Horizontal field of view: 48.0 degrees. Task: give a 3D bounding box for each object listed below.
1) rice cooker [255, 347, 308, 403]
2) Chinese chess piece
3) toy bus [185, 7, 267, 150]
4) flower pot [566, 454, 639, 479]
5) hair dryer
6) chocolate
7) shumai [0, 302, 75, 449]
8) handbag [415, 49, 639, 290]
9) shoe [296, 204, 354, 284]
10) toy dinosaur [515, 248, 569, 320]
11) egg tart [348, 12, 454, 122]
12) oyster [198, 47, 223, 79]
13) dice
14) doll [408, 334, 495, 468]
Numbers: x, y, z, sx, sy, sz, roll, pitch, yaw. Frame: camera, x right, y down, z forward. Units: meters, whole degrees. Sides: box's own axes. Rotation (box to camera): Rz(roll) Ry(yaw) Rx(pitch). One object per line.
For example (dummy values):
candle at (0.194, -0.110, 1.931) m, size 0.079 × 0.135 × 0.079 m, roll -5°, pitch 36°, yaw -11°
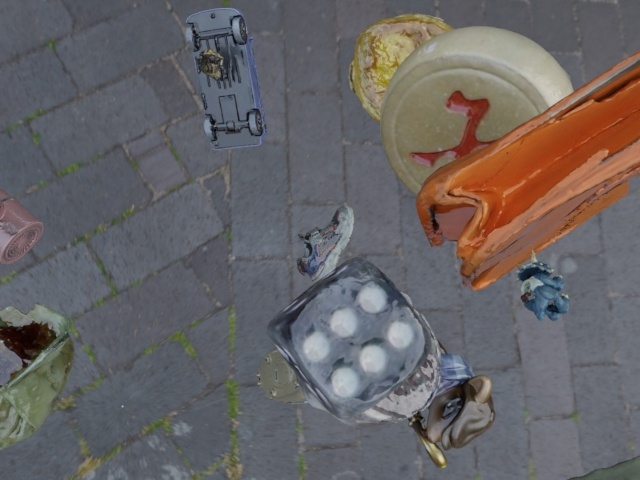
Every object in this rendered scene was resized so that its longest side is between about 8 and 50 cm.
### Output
rice cooker at (-0.055, 0.303, 1.657) m, size 0.127 × 0.206 × 0.145 m, roll 4°, pitch 72°, yaw -46°
Chinese chess piece at (0.270, -0.198, 1.241) m, size 0.338 × 0.338 × 0.140 m, roll 40°, pitch 46°, yaw -4°
toy bus at (-0.196, -0.353, 1.565) m, size 0.126 × 0.133 × 0.292 m, roll -5°, pitch 108°, yaw 13°
flower pot at (0.283, 0.318, 0.598) m, size 0.239 × 0.209 × 0.189 m, roll -23°, pitch 99°, yaw 6°
hair dryer at (-0.718, -0.101, 1.508) m, size 0.210 × 0.352 × 0.125 m, roll 39°, pitch 65°, yaw 6°
chocolate at (0.073, 0.253, 1.495) m, size 0.303 × 0.213 × 0.303 m, roll 15°, pitch 58°, yaw -25°
shumai at (-0.675, 0.311, 1.618) m, size 0.292 × 0.289 × 0.329 m, roll 32°, pitch 64°, yaw -38°
handbag at (0.275, -0.064, 0.895) m, size 0.304 × 0.410 × 0.116 m, roll -34°, pitch 78°, yaw 6°
shoe at (0.000, 0.000, 1.882) m, size 0.126 × 0.099 × 0.227 m, roll 24°, pitch 81°, yaw -8°
toy dinosaur at (0.218, 0.049, 0.718) m, size 0.047 × 0.030 × 0.083 m, roll 19°, pitch 44°, yaw -18°
egg tart at (0.223, -0.389, 1.747) m, size 0.342 × 0.129 × 0.340 m, roll 3°, pitch 73°, yaw -10°
oyster at (-0.224, -0.357, 1.453) m, size 0.054 × 0.083 × 0.019 m, roll 21°, pitch 55°, yaw 0°
dice at (0.040, 0.143, 1.069) m, size 0.182 × 0.183 × 0.181 m, roll -40°, pitch 93°, yaw -12°
doll at (0.262, 0.356, 1.753) m, size 0.209 × 0.317 × 0.340 m, roll -31°, pitch 57°, yaw -25°
